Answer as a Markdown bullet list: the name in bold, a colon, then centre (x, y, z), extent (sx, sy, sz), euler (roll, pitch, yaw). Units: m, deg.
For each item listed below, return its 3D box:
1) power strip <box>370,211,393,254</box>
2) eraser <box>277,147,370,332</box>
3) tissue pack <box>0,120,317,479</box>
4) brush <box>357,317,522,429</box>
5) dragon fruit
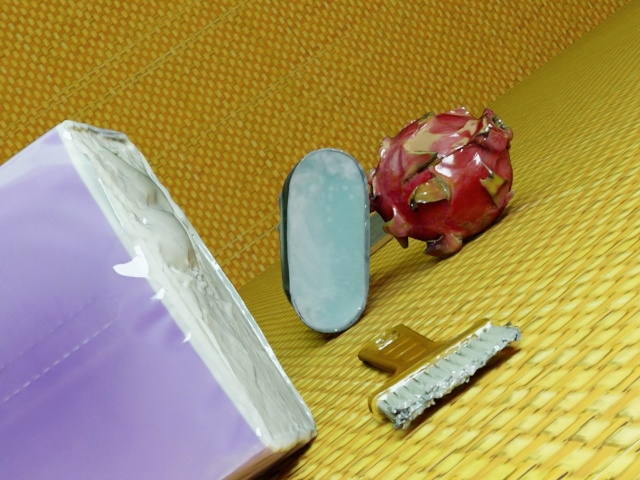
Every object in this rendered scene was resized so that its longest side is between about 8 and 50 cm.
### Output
- **power strip**: centre (0.060, -0.005, 1.692), extent (0.178, 0.049, 0.028), euler (-38, -2, -36)
- **eraser**: centre (0.000, 0.000, 1.271), extent (0.081, 0.174, 0.227), euler (-3, 1, -5)
- **tissue pack**: centre (-0.202, 0.115, 0.787), extent (0.338, 0.242, 0.160), euler (-36, -8, 8)
- **brush**: centre (0.058, 0.075, 0.805), extent (0.090, 0.017, 0.314), euler (-33, 2, -5)
- **dragon fruit**: centre (0.121, -0.058, 1.172), extent (0.166, 0.133, 0.136), euler (-41, 39, 40)
